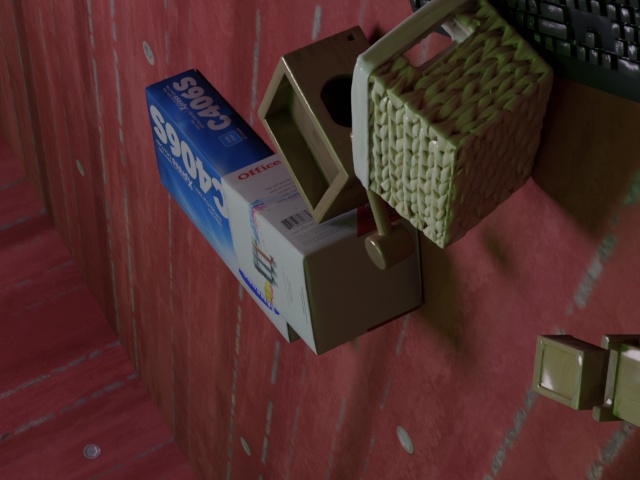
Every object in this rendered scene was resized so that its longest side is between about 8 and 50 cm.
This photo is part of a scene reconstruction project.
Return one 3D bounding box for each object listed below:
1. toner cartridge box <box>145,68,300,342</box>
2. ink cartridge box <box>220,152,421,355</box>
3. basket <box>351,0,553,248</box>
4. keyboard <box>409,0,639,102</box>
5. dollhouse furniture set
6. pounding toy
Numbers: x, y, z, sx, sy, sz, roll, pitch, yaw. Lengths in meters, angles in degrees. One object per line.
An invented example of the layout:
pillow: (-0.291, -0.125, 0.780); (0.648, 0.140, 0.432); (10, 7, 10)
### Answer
toner cartridge box: (-0.099, -0.049, 1.555); (0.348, 0.075, 0.165); (48, 154, 40)
ink cartridge box: (0.000, 0.000, 1.286); (0.176, 0.128, 0.127); (45, 152, 46)
basket: (0.097, -0.087, 0.944); (0.103, 0.113, 0.167); (45, 162, 20)
keyboard: (0.132, -0.208, 0.870); (0.317, 0.033, 0.202); (33, 141, 55)
dollhouse furniture set: (0.241, 0.044, 0.841); (0.182, 0.101, 0.161); (-160, 73, -63)
pounding toy: (0.044, -0.079, 1.135); (0.206, 0.094, 0.181); (62, 160, 11)
